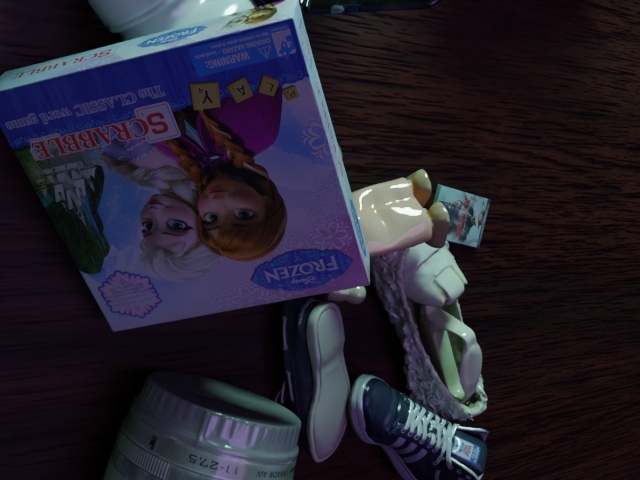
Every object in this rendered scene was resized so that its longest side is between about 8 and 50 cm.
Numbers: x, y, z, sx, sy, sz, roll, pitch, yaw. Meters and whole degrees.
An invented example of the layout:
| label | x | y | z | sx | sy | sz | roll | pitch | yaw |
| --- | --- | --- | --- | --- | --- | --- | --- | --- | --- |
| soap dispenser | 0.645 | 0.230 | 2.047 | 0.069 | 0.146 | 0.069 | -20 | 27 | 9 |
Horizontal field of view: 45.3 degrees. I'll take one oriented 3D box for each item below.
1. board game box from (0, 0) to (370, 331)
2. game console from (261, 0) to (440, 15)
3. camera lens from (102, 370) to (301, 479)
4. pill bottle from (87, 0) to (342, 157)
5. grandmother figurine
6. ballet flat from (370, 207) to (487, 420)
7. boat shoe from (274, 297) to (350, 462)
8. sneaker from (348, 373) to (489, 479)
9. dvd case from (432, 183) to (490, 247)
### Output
| label | x | y | z | sx | sy | sz | roll | pitch | yaw |
| --- | --- | --- | --- | --- | --- | --- | --- | --- | --- |
| board game box | -0.134 | -0.061 | 0.822 | 0.318 | 0.066 | 0.318 | -12 | 124 | 11 |
| game console | 0.009 | -0.407 | 0.869 | 0.250 | 0.173 | 0.293 | 35 | 50 | -37 |
| camera lens | -0.159 | 0.321 | 0.933 | 0.219 | 0.219 | 0.274 | 20 | 87 | -36 |
| pill bottle | -0.120 | -0.179 | 0.888 | 0.176 | 0.176 | 0.318 | -45 | 121 | -20 |
| grandmother figurine | 0.000 | 0.000 | 1.024 | 0.342 | 0.208 | 0.104 | -13 | 141 | -18 |
| ballet flat | 0.181 | 0.107 | 1.188 | 0.147 | 0.147 | 0.409 | -30 | 115 | -27 |
| boat shoe | -0.016 | 0.198 | 1.095 | 0.095 | 0.079 | 0.254 | -33 | 126 | -44 |
| sneaker | 0.160 | 0.293 | 1.169 | 0.282 | 0.153 | 0.099 | 54 | 47 | -41 |
| dvd case | 0.228 | -0.038 | 1.265 | 0.119 | 0.013 | 0.087 | 13 | 92 | -37 |
